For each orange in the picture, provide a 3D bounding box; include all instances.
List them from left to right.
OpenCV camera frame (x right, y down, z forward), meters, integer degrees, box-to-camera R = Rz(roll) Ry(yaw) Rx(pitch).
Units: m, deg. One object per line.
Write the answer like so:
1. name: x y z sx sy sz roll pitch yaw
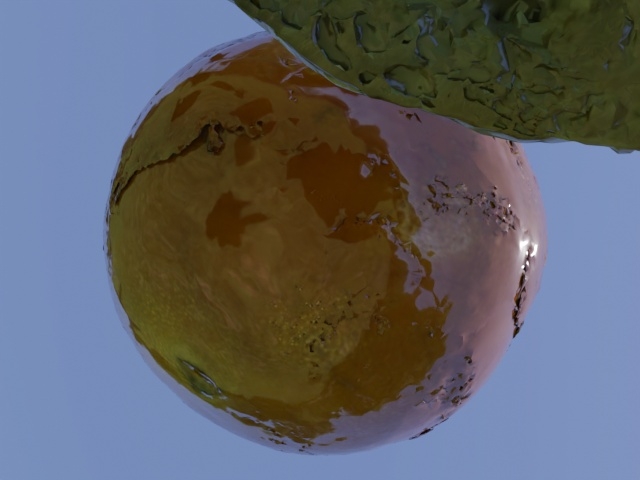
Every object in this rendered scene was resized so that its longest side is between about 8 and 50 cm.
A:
1. orange: 0.000 0.000 0.867 0.240 0.240 0.240 0 -90 47

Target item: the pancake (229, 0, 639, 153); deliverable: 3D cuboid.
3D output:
1. pancake: 0.085 -0.218 0.493 0.387 0.082 0.387 1 -81 7
